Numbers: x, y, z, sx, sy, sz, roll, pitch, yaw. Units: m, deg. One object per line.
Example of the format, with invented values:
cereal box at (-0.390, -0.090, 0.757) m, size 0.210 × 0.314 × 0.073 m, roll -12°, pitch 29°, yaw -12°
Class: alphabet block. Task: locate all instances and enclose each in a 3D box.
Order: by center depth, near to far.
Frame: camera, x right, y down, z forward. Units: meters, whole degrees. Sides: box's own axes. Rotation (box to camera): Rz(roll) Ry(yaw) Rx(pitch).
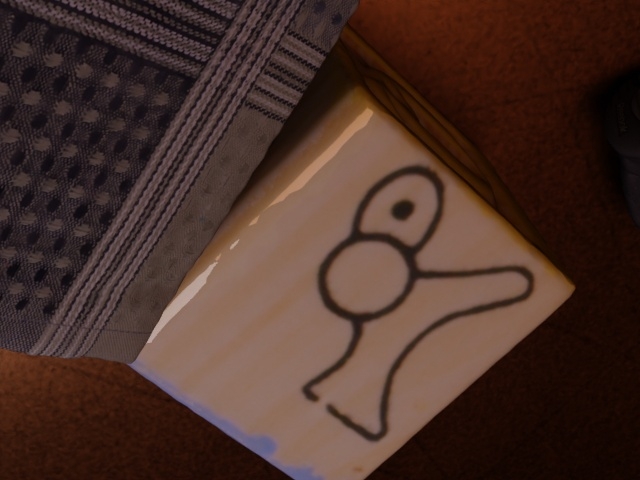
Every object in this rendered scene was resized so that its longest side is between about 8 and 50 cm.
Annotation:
alphabet block at (0.000, 0.000, 0.732) m, size 0.197 × 0.193 × 0.192 m, roll -43°, pitch 120°, yaw 13°

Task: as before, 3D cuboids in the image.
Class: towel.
towel at (-0.105, -0.093, 0.475) m, size 0.324 × 0.056 × 0.312 m, roll -58°, pitch 151°, yaw 10°

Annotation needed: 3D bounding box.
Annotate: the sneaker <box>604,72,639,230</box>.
sneaker at (0.336, -0.076, 0.825) m, size 0.286 × 0.109 × 0.130 m, roll -13°, pitch 130°, yaw 4°
